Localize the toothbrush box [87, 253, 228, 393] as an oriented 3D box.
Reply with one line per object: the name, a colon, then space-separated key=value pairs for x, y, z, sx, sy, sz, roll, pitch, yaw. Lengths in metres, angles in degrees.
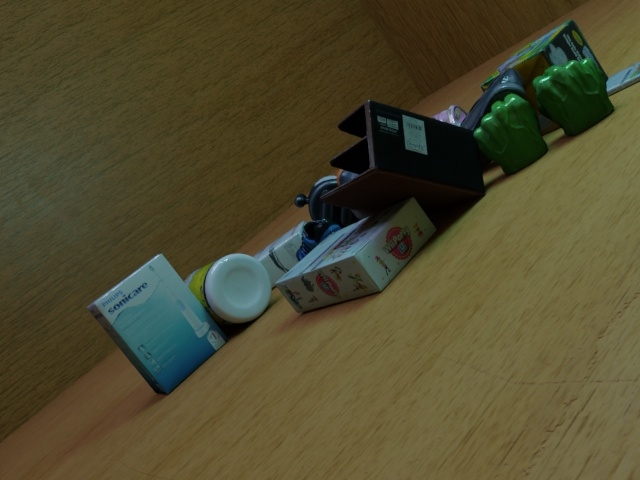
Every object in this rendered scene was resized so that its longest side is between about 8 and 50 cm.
toothbrush box: x=-0.424 y=0.218 z=1.679 sx=0.216 sy=0.296 sz=0.126 roll=-42 pitch=11 yaw=-29

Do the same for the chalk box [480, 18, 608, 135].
chalk box: x=0.551 y=-0.392 z=1.547 sx=0.179 sy=0.180 sz=0.289 roll=-25 pitch=13 yaw=48

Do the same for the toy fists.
toy fists: x=0.456 y=-0.268 z=1.339 sx=0.279 sy=0.142 sz=0.096 roll=-32 pitch=21 yaw=20

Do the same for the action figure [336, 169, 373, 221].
action figure: x=0.153 y=-0.186 z=1.676 sx=0.330 sy=0.178 sz=0.342 roll=17 pitch=89 yaw=60

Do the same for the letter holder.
letter holder: x=0.164 y=-0.156 z=1.380 sx=0.301 sy=0.152 sz=0.214 roll=8 pitch=-21 yaw=-33

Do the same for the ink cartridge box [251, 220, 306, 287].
ink cartridge box: x=-0.125 y=0.058 z=1.991 sx=0.237 sy=0.100 sz=0.172 roll=-35 pitch=9 yaw=12

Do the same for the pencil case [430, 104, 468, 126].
pencil case: x=0.272 y=-0.230 z=1.818 sx=0.386 sy=0.167 sz=0.160 roll=-31 pitch=-21 yaw=32

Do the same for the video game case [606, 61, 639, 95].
video game case: x=0.701 y=-0.372 z=1.409 sx=0.166 sy=0.015 sz=0.119 roll=-26 pitch=13 yaw=48

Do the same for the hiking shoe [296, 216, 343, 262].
hiking shoe: x=0.000 y=0.000 z=1.729 sx=0.113 sy=0.132 sz=0.304 roll=-40 pitch=10 yaw=-23

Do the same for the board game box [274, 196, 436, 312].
board game box: x=0.071 y=0.038 z=1.400 sx=0.224 sy=0.098 sz=0.303 roll=-42 pitch=11 yaw=-35

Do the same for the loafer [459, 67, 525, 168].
loafer: x=0.387 y=-0.271 z=1.511 sx=0.303 sy=0.109 sz=0.095 roll=117 pitch=168 yaw=-52

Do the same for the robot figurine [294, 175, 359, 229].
robot figurine: x=0.045 y=-0.119 z=2.022 sx=0.173 sy=0.209 sz=0.278 roll=-48 pitch=8 yaw=7

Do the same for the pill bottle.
pill bottle: x=-0.288 y=0.155 z=1.833 sx=0.188 sy=0.188 sz=0.334 roll=-41 pitch=10 yaw=-30
